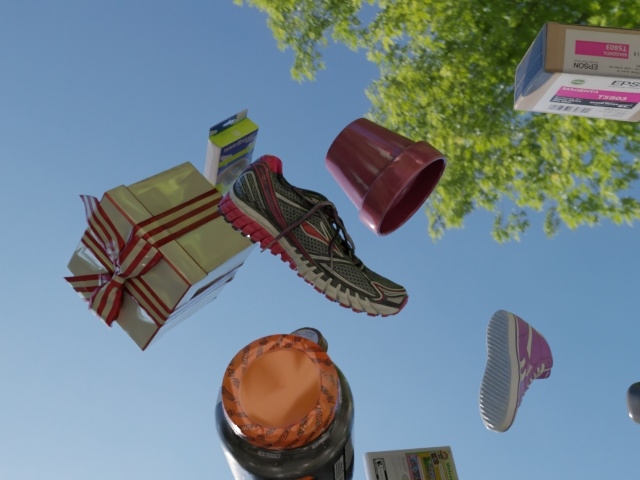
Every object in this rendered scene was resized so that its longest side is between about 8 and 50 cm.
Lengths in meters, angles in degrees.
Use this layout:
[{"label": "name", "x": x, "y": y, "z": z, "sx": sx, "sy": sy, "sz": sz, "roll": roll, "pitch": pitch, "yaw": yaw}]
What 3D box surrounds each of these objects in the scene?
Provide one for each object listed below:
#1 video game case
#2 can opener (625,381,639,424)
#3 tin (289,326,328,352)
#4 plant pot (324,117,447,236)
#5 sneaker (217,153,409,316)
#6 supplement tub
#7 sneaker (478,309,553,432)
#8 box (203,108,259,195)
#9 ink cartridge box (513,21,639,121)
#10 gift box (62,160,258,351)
[{"label": "video game case", "x": 0.187, "y": 0.502, "z": 1.281, "sx": 0.193, "sy": 0.212, "sz": 0.023, "roll": 3, "pitch": -32, "yaw": -24}, {"label": "can opener", "x": 0.403, "y": 0.142, "z": 0.598, "sx": 0.076, "sy": 0.283, "sz": 0.095, "roll": -10, "pitch": -86, "yaw": -26}, {"label": "tin", "x": -0.064, "y": 0.258, "z": 1.425, "sx": 0.190, "sy": 0.106, "sz": 0.040, "roll": -47, "pitch": -57, "yaw": -27}, {"label": "plant pot", "x": 0.115, "y": -0.138, "z": 1.334, "sx": 0.180, "sy": 0.201, "sz": 0.201, "roll": 41, "pitch": -74, "yaw": 18}, {"label": "sneaker", "x": 0.000, "y": 0.000, "z": 0.947, "sx": 0.299, "sy": 0.121, "sz": 0.112, "roll": 37, "pitch": -83, "yaw": 1}, {"label": "supplement tub", "x": -0.049, "y": 0.299, "z": 1.056, "sx": 0.207, "sy": 0.207, "sz": 0.338, "roll": -12, "pitch": -38, "yaw": -6}, {"label": "sneaker", "x": 0.442, "y": 0.300, "z": 1.479, "sx": 0.161, "sy": 0.282, "sz": 0.102, "roll": 30, "pitch": -34, "yaw": -18}, {"label": "box", "x": -0.183, "y": -0.170, "z": 1.373, "sx": 0.109, "sy": 0.042, "sz": 0.178, "roll": -37, "pitch": -21, "yaw": -37}, {"label": "ink cartridge box", "x": 0.469, "y": -0.282, "z": 1.156, "sx": 0.234, "sy": 0.193, "sz": 0.088, "roll": 6, "pitch": -98, "yaw": 3}, {"label": "gift box", "x": -0.319, "y": 0.022, "z": 1.278, "sx": 0.276, "sy": 0.258, "sz": 0.255, "roll": 41, "pitch": -54, "yaw": 8}]
